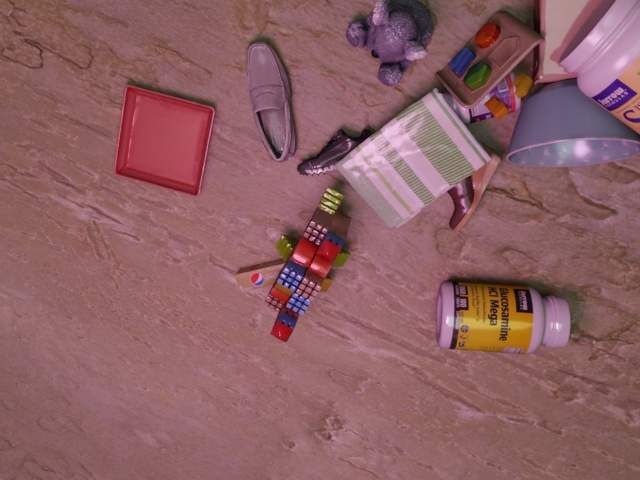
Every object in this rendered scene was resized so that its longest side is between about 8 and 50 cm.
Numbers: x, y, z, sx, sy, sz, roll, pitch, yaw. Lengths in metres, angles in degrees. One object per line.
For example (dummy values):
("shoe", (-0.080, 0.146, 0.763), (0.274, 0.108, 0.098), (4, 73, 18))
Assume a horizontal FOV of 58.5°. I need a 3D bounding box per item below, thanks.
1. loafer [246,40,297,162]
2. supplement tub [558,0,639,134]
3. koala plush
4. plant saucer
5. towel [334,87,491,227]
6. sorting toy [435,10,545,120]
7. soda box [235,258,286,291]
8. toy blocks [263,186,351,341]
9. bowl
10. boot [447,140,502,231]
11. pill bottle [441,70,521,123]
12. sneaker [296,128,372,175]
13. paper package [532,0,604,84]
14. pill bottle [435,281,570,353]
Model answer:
("loafer", (-0.130, -0.366, 1.519), (0.111, 0.111, 0.320), (-13, 104, 10))
("supplement tub", (0.687, -0.349, 1.159), (0.331, 0.241, 0.241), (36, 107, 2))
("koala plush", (0.182, -0.504, 1.386), (0.203, 0.221, 0.196), (-39, 98, 15))
("plant saucer", (-0.438, -0.280, 1.615), (0.258, 0.048, 0.259), (15, 107, 2))
("towel", (0.239, -0.203, 1.484), (0.324, 0.038, 0.248), (-37, 104, 23))
("sorting toy", (0.404, -0.415, 1.345), (0.229, 0.307, 0.041), (-42, 126, 19))
("soda box", (-0.153, 0.098, 1.683), (0.181, 0.061, 0.058), (-14, 103, 10))
("toy blocks", (-0.043, 0.080, 1.474), (0.190, 0.261, 0.381), (29, 116, -4))
("bowl", (0.608, -0.284, 1.386), (0.311, 0.311, 0.163), (-1, 85, 7))
("boot", (0.348, -0.169, 1.552), (0.206, 0.090, 0.249), (28, 111, 12))
("pill bottle", (0.401, -0.359, 1.461), (0.193, 0.108, 0.108), (-13, 104, 11))
("sneaker", (0.043, -0.245, 1.556), (0.234, 0.078, 0.106), (-14, 101, 7))
("paper package", (0.665, -0.535, 1.327), (0.324, 0.168, 0.310), (-1, 106, 17))
("pill bottle", (0.494, 0.214, 1.575), (0.333, 0.188, 0.188), (3, 106, 6))
